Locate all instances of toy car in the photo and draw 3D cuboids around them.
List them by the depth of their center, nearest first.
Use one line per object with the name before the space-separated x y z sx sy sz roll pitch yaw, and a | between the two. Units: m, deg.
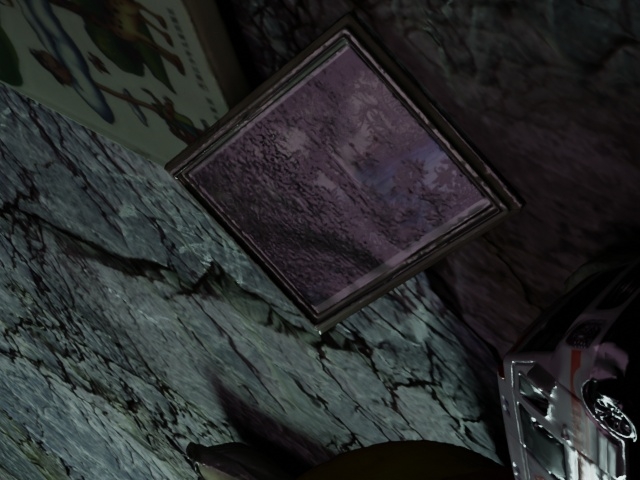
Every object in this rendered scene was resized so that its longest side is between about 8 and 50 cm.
toy car | 0.136 0.070 0.733 0.108 0.089 0.210 38 157 34

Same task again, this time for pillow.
pillow | -0.015 0.266 1.506 0.255 0.059 0.169 23 151 39

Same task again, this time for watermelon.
watermelon | 0.000 0.000 0.972 0.105 0.062 0.105 18 144 14

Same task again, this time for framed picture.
framed picture | 0.007 -0.029 0.890 0.142 0.011 0.183 47 134 -9

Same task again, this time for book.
book | -0.184 -0.160 1.044 0.371 0.043 0.260 27 154 35

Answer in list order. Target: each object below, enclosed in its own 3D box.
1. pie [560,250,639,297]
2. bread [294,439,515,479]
pie | 0.201 0.073 0.794 0.187 0.041 0.187 36 157 18
bread | 0.120 0.258 1.087 0.194 0.179 0.340 17 140 55
